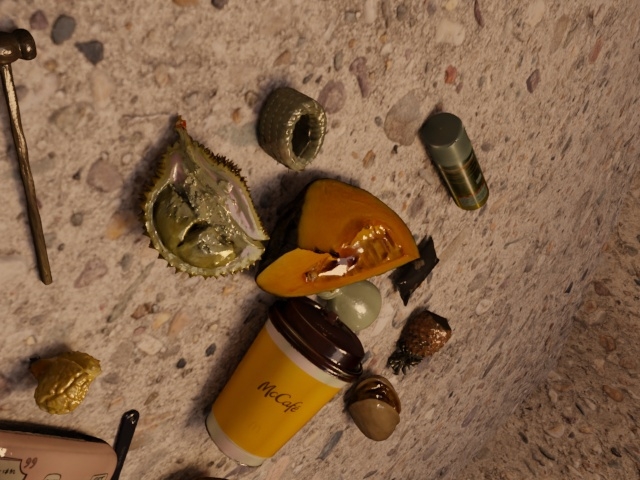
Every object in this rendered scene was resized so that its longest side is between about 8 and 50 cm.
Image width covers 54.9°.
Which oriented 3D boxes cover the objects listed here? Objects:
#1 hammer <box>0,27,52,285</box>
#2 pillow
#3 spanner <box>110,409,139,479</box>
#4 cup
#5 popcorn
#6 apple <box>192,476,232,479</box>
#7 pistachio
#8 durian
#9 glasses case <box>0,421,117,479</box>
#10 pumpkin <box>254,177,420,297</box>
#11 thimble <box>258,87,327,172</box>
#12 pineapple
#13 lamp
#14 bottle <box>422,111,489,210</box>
[{"bbox_3d":[-0.300,-0.066,0.624,0.058,0.029,0.292,-25,138,-37],"label":"hammer"},{"bbox_3d":[0.218,0.069,1.398,0.150,0.048,0.090,-49,155,-19],"label":"pillow"},{"bbox_3d":[-0.322,0.352,0.966,0.046,0.012,0.208,-2,119,-51],"label":"spanner"},{"bbox_3d":[-0.066,0.241,1.060,0.279,0.196,0.196,-51,148,7],"label":"cup"},{"bbox_3d":[-0.323,0.166,0.759,0.084,0.084,0.084,-33,141,-32],"label":"popcorn"},{"bbox_3d":[-0.188,0.540,1.103,0.237,0.237,0.207,-35,161,-30],"label":"apple"},{"bbox_3d":[0.133,0.415,1.532,0.206,0.131,0.129,70,15,-46],"label":"pistachio"},{"bbox_3d":[-0.159,-0.051,0.769,0.146,0.102,0.208,-20,109,-20],"label":"durian"},{"bbox_3d":[-0.385,0.296,0.775,0.122,0.075,0.314,-56,148,-6],"label":"glasses case"},{"bbox_3d":[0.000,0.000,1.013,0.312,0.148,0.169,8,149,-44],"label":"pumpkin"},{"bbox_3d":[-0.039,-0.151,0.854,0.084,0.062,0.110,-18,131,-41],"label":"thimble"},{"bbox_3d":[0.243,0.269,1.566,0.197,0.108,0.108,-51,150,17],"label":"pineapple"},{"bbox_3d":[0.045,0.102,1.160,0.106,0.106,0.193,-53,137,-6],"label":"lamp"},{"bbox_3d":[0.280,-0.153,1.254,0.082,0.082,0.286,-54,148,-4],"label":"bottle"}]
